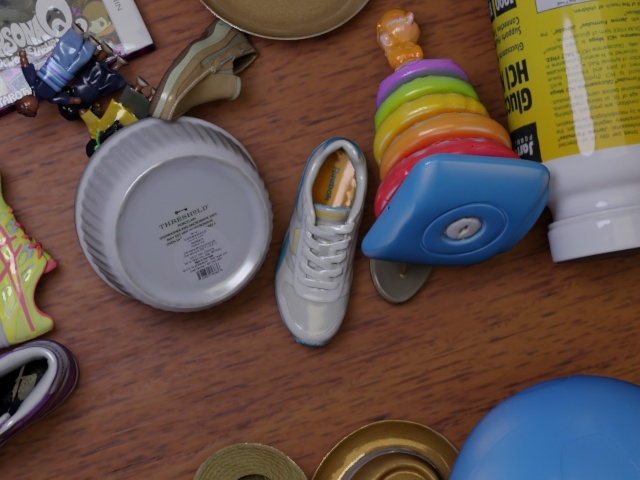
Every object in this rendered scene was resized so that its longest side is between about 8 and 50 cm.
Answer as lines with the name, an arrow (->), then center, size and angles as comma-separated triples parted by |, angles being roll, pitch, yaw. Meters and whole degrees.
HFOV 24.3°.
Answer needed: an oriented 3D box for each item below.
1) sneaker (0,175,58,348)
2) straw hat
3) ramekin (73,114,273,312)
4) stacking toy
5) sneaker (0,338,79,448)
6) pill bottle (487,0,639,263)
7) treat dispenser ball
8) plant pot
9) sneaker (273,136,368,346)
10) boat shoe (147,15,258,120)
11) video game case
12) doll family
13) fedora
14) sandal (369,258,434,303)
sneaker -> -0.332, 0.013, 1.601 | 0.094, 0.081, 0.208 | -8, 91, -11
straw hat -> -0.071, 0.278, 1.589 | 0.144, 0.061, 0.144 | 1, 96, 10
ramekin -> -0.146, -0.023, 1.553 | 0.207, 0.109, 0.207 | -5, 106, -19
stacking toy -> 0.113, -0.130, 1.589 | 0.166, 0.175, 0.302 | 3, 52, -26
sneaker -> -0.377, 0.201, 1.533 | 0.282, 0.161, 0.102 | -45, 89, -5
pill bottle -> 0.290, -0.150, 1.587 | 0.188, 0.188, 0.334 | -8, 84, -4
treat dispenser ball -> 0.267, 0.279, 1.494 | 0.288, 0.288, 0.288 | 0, 84, -3
plant pot -> -0.045, -0.330, 1.653 | 0.236, 0.032, 0.236 | 2, 78, -8
sneaker -> 0.000, 0.000, 1.605 | 0.087, 0.092, 0.229 | 7, 85, -4
boat shoe -> -0.116, -0.176, 1.586 | 0.072, 0.068, 0.190 | 35, 42, -2
video game case -> -0.329, -0.261, 1.639 | 0.232, 0.042, 0.210 | -24, 86, -5
doll family -> -0.242, -0.145, 1.596 | 0.193, 0.076, 0.111 | 41, 98, -13
fedora -> 0.076, 0.287, 1.587 | 0.194, 0.079, 0.194 | 0, 85, -2
sandal -> 0.115, -0.014, 1.634 | 0.072, 0.049, 0.180 | 36, 84, 1
